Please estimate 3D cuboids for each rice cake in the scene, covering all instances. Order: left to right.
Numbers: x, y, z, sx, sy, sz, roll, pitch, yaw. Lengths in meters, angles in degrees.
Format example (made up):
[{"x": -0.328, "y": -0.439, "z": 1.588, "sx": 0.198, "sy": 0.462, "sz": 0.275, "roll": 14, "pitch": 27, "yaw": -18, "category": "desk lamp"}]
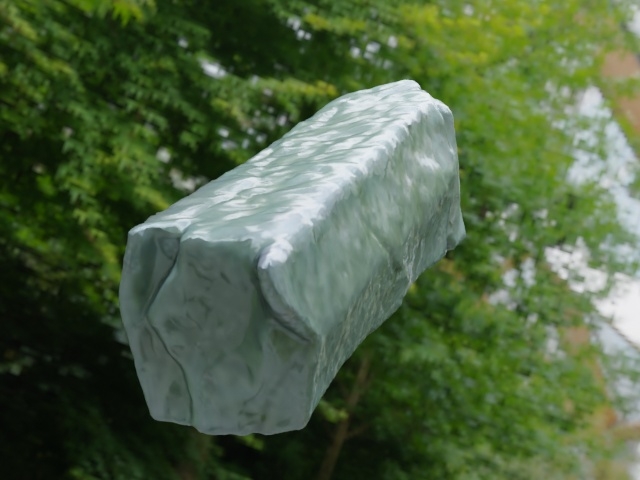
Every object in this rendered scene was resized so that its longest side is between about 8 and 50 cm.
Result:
[{"x": 0.000, "y": 0.000, "z": 0.428, "sx": 0.063, "sy": 0.069, "sz": 0.206, "roll": 0, "pitch": 21, "yaw": 22, "category": "rice cake"}]
